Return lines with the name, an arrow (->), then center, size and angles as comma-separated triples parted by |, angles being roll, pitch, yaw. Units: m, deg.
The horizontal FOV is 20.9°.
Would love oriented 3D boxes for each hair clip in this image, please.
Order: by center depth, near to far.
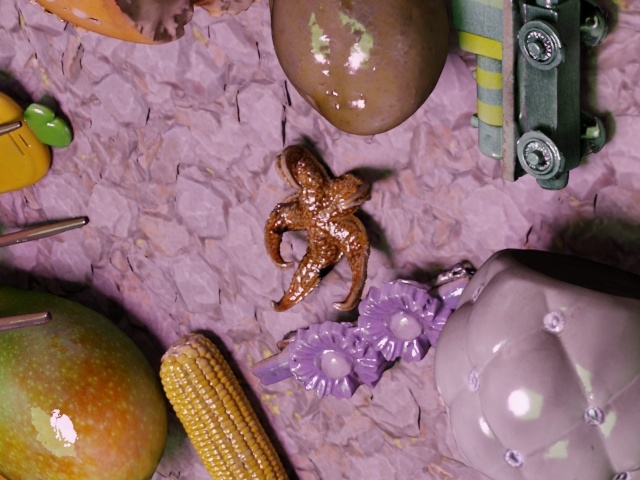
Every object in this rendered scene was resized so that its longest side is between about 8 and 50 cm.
hair clip -> 0.050, 0.095, 1.785 | 0.292, 0.084, 0.106 | -26, 118, 37

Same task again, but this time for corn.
corn -> -0.104, 0.221, 1.956 | 0.081, 0.081, 0.248 | -16, 106, 40

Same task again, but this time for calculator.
calculator -> -0.388, -0.107, 1.948 | 0.234, 0.032, 0.146 | -11, 133, 25

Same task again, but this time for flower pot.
flower pot -> 0.223, 0.123, 1.563 | 0.246, 0.246, 0.195 | 18, 100, 26

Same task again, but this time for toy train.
toy train -> 0.183, -0.144, 1.542 | 0.132, 0.083, 0.200 | 23, 128, 36

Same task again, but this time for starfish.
starfish -> -0.001, 0.001, 1.748 | 0.146, 0.074, 0.190 | 34, 130, 28

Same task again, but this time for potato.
potato -> 0.028, -0.209, 1.549 | 0.178, 0.160, 0.235 | -22, 82, 42

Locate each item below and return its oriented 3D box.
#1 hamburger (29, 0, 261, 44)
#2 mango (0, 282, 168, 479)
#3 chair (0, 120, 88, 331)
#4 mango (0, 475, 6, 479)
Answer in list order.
hamburger -> -0.232, -0.389, 1.566 | 0.287, 0.268, 0.446 | 5, 120, 37
mango -> -0.331, 0.160, 2.006 | 0.382, 0.201, 0.225 | 36, 136, 30
chair -> -0.428, 0.003, 1.930 | 0.272, 0.166, 0.188 | -9, 133, 25
mango -> -0.336, 0.354, 2.158 | 0.290, 0.160, 0.191 | 42, 126, -6
